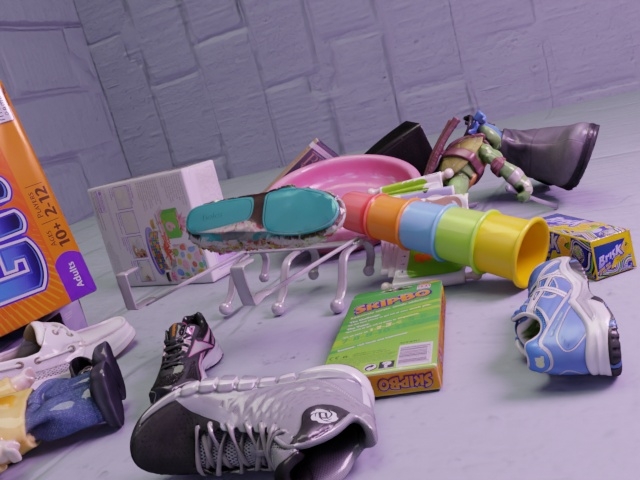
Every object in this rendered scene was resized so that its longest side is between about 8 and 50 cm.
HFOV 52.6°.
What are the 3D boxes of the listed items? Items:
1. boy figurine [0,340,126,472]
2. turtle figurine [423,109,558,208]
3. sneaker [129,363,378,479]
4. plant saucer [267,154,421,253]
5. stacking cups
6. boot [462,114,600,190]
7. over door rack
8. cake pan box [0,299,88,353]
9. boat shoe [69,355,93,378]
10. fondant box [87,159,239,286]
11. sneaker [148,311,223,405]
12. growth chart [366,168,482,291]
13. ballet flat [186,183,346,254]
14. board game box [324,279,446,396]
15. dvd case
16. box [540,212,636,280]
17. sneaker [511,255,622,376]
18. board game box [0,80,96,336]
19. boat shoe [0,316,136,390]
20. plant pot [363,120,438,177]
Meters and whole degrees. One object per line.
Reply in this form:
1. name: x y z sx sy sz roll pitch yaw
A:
1. boy figurine: -0.376 0.205 0.754 0.285 0.092 0.177 -15 23 -6
2. turtle figurine: 0.271 -0.062 1.153 0.198 0.274 0.266 27 60 39
3. sneaker: -0.059 0.172 0.551 0.229 0.086 0.132 -15 15 -2
4. plant saucer: 0.047 -0.073 1.340 0.332 0.084 0.332 -10 30 6
5. stacking cups: 0.162 -0.022 0.928 0.096 0.096 0.316 -25 31 -38
6. boot: 0.380 -0.182 1.248 0.223 0.118 0.338 21 -2 4
7. over door rack: -0.095 0.066 0.956 0.240 0.108 0.324 -6 3 34
8. cake pan box: -0.572 0.190 1.119 0.267 0.070 0.245 -13 14 9
9. boat shoe: -0.310 0.188 0.873 0.049 0.040 0.142 -23 14 -33
10. fondant box: -0.345 -0.029 1.414 0.330 0.238 0.096 -5 15 39
11. sneaker: -0.179 0.146 0.819 0.072 0.077 0.178 -15 13 5
12. growth chart: 0.160 -0.017 1.001 0.172 0.021 0.237 -18 47 18
13. ballet flat: -0.066 -0.022 0.854 0.241 0.091 0.077 -1 -27 27
14. board game box: 0.084 0.109 0.768 0.124 0.039 0.259 -11 16 15
15. dvd case: -0.038 -0.123 1.516 0.221 0.165 0.018 -44 51 13
16. box: 0.344 0.004 0.877 0.059 0.054 0.169 -17 12 -8
17. sneaker: 0.232 0.071 0.654 0.081 0.080 0.211 -10 12 10
18. board game box: -0.646 -0.002 1.031 0.356 0.356 0.357 -29 14 -36
19. boat shoe: -0.404 0.164 0.961 0.098 0.096 0.277 -4 16 42
20. plant pot: 0.186 -0.159 1.532 0.167 0.187 0.188 -28 12 3
